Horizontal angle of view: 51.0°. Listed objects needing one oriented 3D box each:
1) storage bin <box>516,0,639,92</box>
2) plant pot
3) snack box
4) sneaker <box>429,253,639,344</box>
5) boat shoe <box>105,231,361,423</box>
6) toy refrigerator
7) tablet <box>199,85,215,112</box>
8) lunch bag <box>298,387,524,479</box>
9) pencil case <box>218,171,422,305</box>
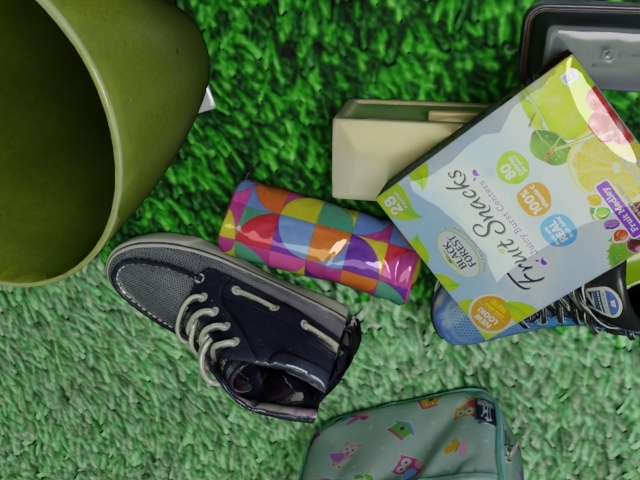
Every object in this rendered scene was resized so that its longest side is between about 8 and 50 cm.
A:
[{"bbox_3d":[0.259,-0.172,0.636,0.135,0.091,0.098,6,115,11],"label":"storage bin"},{"bbox_3d":[-0.230,-0.146,0.635,0.275,0.293,0.274,8,118,15],"label":"plant pot"},{"bbox_3d":[0.185,-0.036,0.605,0.207,0.070,0.174,-37,96,25],"label":"snack box"},{"bbox_3d":[0.263,0.033,0.696,0.330,0.147,0.129,-27,106,23],"label":"sneaker"},{"bbox_3d":[-0.122,0.099,0.804,0.341,0.158,0.127,17,116,4],"label":"boat shoe"},{"bbox_3d":[0.153,-0.094,0.688,0.270,0.102,0.094,5,115,11],"label":"toy refrigerator"},{"bbox_3d":[-0.158,-0.185,0.769,0.054,0.006,0.083,-12,110,18],"label":"tablet"},{"bbox_3d":[0.107,0.294,0.805,0.279,0.224,0.107,-18,109,20],"label":"lunch bag"},{"bbox_3d":[0.000,0.000,0.770,0.236,0.104,0.104,17,116,7],"label":"pencil case"}]
